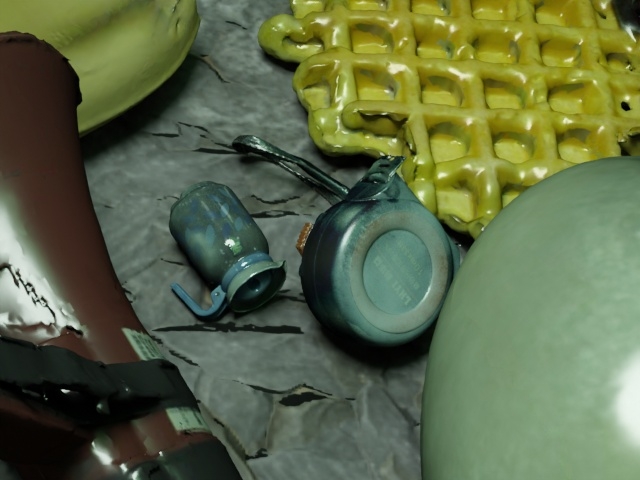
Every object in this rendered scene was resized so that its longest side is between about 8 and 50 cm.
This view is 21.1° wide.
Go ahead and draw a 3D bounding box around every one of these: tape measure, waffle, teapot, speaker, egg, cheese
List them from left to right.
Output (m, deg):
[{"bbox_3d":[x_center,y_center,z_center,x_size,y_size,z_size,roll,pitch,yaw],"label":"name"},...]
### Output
[{"bbox_3d":[-0.258,-0.150,1.131,0.259,0.128,0.316,42,57,18],"label":"cheese"},{"bbox_3d":[-0.149,0.036,0.923,0.198,0.259,0.329,-29,62,-18],"label":"speaker"},{"bbox_3d":[-0.067,0.006,1.097,0.063,0.049,0.083,-22,60,-27],"label":"teapot"},{"bbox_3d":[0.001,0.003,1.124,0.180,0.104,0.107,20,61,43],"label":"tape measure"},{"bbox_3d":[0.124,-0.123,1.238,0.307,0.060,0.312,-27,62,-27],"label":"waffle"},{"bbox_3d":[0.182,0.109,0.936,0.258,0.258,0.352,4,46,-9],"label":"egg"}]
